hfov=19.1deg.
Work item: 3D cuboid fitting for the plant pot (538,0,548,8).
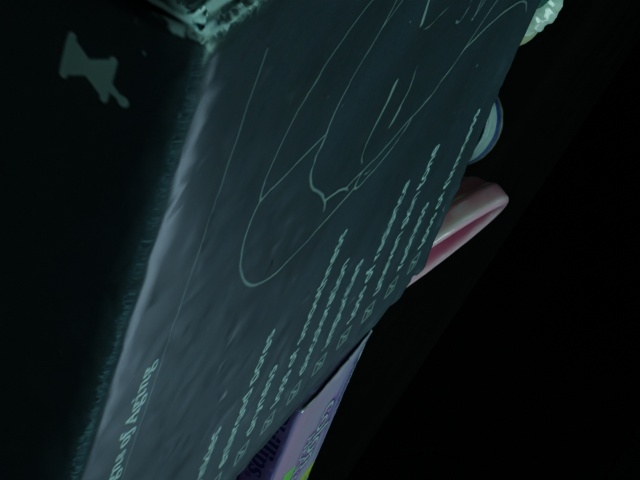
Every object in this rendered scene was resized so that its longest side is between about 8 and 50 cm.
[{"bbox_3d":[0.150,-0.322,1.657,0.293,0.196,0.293,-56,168,-17],"label":"plant pot"}]

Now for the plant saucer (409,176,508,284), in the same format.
[{"bbox_3d":[0.071,0.018,2.282,0.332,0.084,0.332,-36,174,-4],"label":"plant saucer"}]

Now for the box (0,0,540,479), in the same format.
[{"bbox_3d":[-0.101,-0.093,0.929,0.472,0.297,0.480,-49,166,-46],"label":"box"}]

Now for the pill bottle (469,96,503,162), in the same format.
[{"bbox_3d":[0.144,-0.148,2.276,0.123,0.123,0.219,-60,168,9],"label":"pill bottle"}]

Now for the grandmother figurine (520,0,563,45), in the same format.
[{"bbox_3d":[0.131,-0.176,1.954,0.104,0.208,0.342,1,152,-34],"label":"grandmother figurine"}]

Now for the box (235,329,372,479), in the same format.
[{"bbox_3d":[-0.112,0.108,1.547,0.117,0.243,0.213,-48,165,-45],"label":"box"}]
